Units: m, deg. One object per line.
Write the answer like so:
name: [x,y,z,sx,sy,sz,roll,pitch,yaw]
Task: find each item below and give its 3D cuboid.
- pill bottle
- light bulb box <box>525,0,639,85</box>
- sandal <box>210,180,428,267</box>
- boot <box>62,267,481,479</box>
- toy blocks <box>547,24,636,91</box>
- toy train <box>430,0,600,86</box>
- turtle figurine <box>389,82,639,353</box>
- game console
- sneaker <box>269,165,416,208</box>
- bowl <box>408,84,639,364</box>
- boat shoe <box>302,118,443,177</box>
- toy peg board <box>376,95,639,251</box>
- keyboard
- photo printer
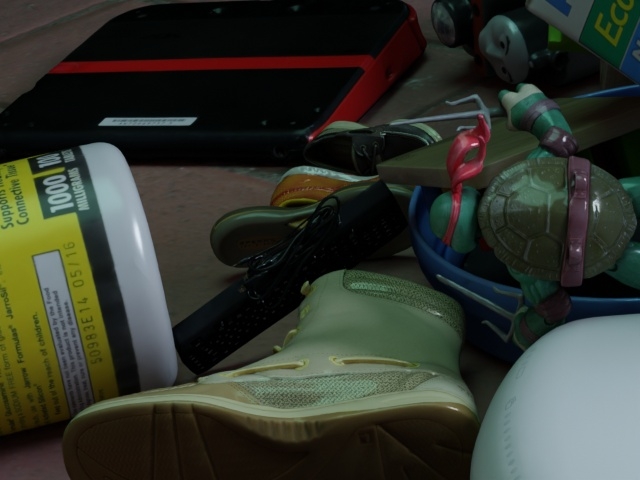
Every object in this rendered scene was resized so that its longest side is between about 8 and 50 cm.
pill bottle: [-0.281,0.055,1.310,0.334,0.188,0.188,-14,23,-10]
light bulb box: [0.401,-0.162,1.229,0.358,0.225,0.361,-4,35,-43]
sandal: [0.000,0.000,1.487,0.180,0.072,0.049,-8,39,7]
boot: [-0.027,0.097,1.231,0.262,0.095,0.203,-6,24,5]
toy blocks: [0.305,-0.292,1.638,0.190,0.261,0.381,5,44,5]
toy train: [0.281,-0.248,1.870,0.334,0.142,0.190,-20,35,-22]
turtle figurine: [0.153,-0.006,1.170,0.234,0.175,0.118,7,6,2]
game console: [-0.111,-0.161,1.930,0.386,0.060,0.342,1,30,25]
sneaker: [0.042,-0.025,1.553,0.175,0.064,0.067,-5,45,20]
bowl: [0.262,-0.015,1.390,0.391,0.077,0.391,-9,25,4]
boat shoe: [0.047,-0.075,1.661,0.152,0.056,0.049,2,29,48]
toy peg board: [0.150,-0.041,1.334,0.161,0.079,0.160,-20,11,-21]
keyboard: [-0.019,0.033,1.331,0.192,0.100,0.038,-37,59,-1]
photo printer: [0.238,0.126,1.044,0.307,0.107,0.256,-4,23,12]
